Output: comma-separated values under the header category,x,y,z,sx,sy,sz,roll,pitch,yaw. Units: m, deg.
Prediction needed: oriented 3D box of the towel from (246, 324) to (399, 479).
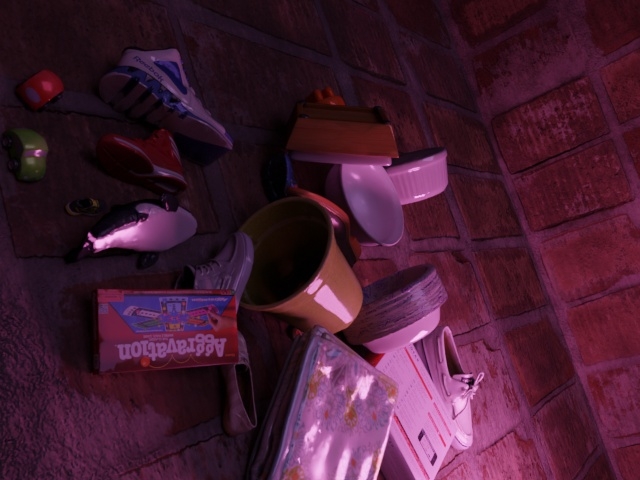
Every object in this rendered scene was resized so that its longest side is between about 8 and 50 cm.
category,x,y,z,sx,sy,sz,roll,pitch,yaw
towel,0.022,0.411,1.435,0.320,0.090,0.374,40,57,-32

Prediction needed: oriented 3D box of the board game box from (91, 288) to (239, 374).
category,x,y,z,sx,sy,sz,roll,pitch,yaw
board game box,-0.274,0.161,1.223,0.281,0.027,0.145,4,78,-41

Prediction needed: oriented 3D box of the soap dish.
category,x,y,z,sx,sy,sz,roll,pitch,yaw
soap dish,0.053,-0.288,1.785,0.229,0.291,0.118,-95,-170,-66

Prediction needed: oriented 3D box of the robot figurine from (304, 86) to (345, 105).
category,x,y,z,sx,sy,sz,roll,pitch,yaw
robot figurine,0.030,-0.333,1.965,0.219,0.128,0.158,66,18,2

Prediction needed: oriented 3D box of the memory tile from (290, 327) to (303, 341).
category,x,y,z,sx,sy,sz,roll,pitch,yaw
memory tile,-0.016,0.266,1.615,0.113,0.012,0.148,-19,85,-58

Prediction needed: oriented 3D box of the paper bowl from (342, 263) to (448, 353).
category,x,y,z,sx,sy,sz,roll,pitch,yaw
paper bowl,0.188,0.182,1.709,0.284,0.284,0.148,-30,96,-57

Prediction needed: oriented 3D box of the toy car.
category,x,y,z,sx,sy,sz,roll,pitch,yaw
toy car,-0.518,-0.212,1.163,0.239,0.053,0.225,-8,76,-56

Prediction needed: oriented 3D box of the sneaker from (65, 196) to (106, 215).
category,x,y,z,sx,sy,sz,roll,pitch,yaw
sneaker,-0.420,-0.062,1.224,0.083,0.035,0.031,-17,85,-57

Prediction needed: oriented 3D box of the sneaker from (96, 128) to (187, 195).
category,x,y,z,sx,sy,sz,roll,pitch,yaw
sneaker,-0.365,-0.182,1.358,0.221,0.087,0.128,39,31,-54

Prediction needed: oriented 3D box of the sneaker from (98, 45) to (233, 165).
category,x,y,z,sx,sy,sz,roll,pitch,yaw
sneaker,-0.313,-0.318,1.458,0.315,0.127,0.182,35,46,-37

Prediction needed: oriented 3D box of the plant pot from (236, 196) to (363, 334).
category,x,y,z,sx,sy,sz,roll,pitch,yaw
plant pot,-0.036,0.086,1.504,0.254,0.276,0.276,47,35,-45

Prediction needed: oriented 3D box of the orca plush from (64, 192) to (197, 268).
category,x,y,z,sx,sy,sz,roll,pitch,yaw
orca plush,-0.364,-0.023,1.268,0.287,0.102,0.151,-32,142,-47

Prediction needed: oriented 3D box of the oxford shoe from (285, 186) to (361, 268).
category,x,y,z,sx,sy,sz,roll,pitch,yaw
oxford shoe,0.000,0.000,1.639,0.132,0.130,0.363,-63,145,-19

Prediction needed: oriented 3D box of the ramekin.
category,x,y,z,sx,sy,sz,roll,pitch,yaw
ramekin,0.274,-0.197,2.113,0.273,0.273,0.127,-35,112,-57

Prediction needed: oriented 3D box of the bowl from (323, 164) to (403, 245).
category,x,y,z,sx,sy,sz,roll,pitch,yaw
bowl,0.100,-0.103,1.907,0.298,0.134,0.298,33,46,-41

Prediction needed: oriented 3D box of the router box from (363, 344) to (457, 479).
category,x,y,z,sx,sy,sz,roll,pitch,yaw
router box,0.214,0.449,1.762,0.335,0.082,0.301,62,32,-5

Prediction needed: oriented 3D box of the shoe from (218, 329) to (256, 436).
category,x,y,z,sx,sy,sz,roll,pitch,yaw
shoe,-0.161,0.280,1.355,0.076,0.058,0.219,23,52,-47

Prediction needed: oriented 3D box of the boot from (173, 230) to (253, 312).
category,x,y,z,sx,sy,sz,roll,pitch,yaw
boot,-0.220,0.070,1.365,0.123,0.095,0.258,37,48,-37

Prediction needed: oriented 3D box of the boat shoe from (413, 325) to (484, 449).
category,x,y,z,sx,sy,sz,roll,pitch,yaw
boat shoe,0.407,0.425,1.986,0.136,0.156,0.367,3,67,-54

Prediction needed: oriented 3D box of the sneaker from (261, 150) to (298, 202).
category,x,y,z,sx,sy,sz,roll,pitch,yaw
sneaker,-0.088,-0.120,1.712,0.087,0.083,0.221,5,74,-61
